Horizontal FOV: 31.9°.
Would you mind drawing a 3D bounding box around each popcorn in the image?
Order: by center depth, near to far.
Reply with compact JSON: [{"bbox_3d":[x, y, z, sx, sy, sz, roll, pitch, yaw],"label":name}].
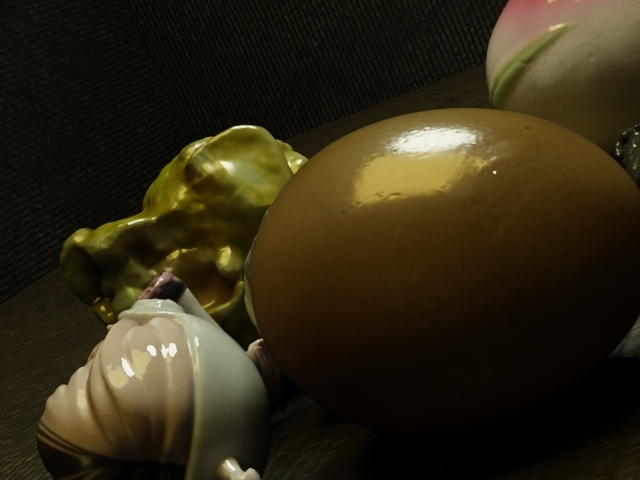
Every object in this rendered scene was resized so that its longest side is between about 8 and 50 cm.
[{"bbox_3d":[-0.127,0.022,1.433,0.334,0.292,0.293,-47,-8,-18],"label":"popcorn"}]

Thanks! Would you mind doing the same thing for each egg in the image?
[{"bbox_3d":[0.118,0.029,1.039,0.374,0.301,0.301,-7,18,24],"label":"egg"}]

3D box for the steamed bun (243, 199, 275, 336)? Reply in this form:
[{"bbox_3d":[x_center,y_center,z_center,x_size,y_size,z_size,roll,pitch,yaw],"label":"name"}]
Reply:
[{"bbox_3d":[0.005,0.039,1.263,0.218,0.211,0.144,16,6,-24],"label":"steamed bun"}]

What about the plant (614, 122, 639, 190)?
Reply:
[{"bbox_3d":[0.436,-0.092,1.355,0.131,0.142,0.203,-31,18,21],"label":"plant"}]

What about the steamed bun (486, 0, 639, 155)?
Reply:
[{"bbox_3d":[0.369,-0.281,1.587,0.309,0.309,0.309,-24,12,5],"label":"steamed bun"}]

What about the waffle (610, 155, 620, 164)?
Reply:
[{"bbox_3d":[0.306,-0.057,1.547,0.325,0.068,0.302,-12,14,22],"label":"waffle"}]

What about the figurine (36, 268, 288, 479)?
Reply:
[{"bbox_3d":[-0.149,0.168,1.139,0.211,0.253,0.361,-7,6,5],"label":"figurine"}]
